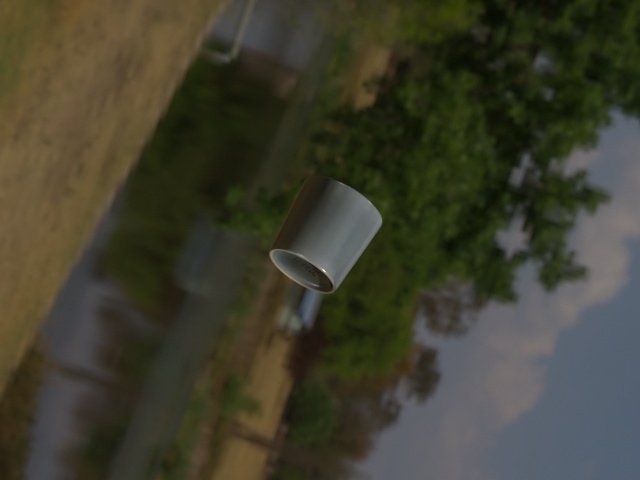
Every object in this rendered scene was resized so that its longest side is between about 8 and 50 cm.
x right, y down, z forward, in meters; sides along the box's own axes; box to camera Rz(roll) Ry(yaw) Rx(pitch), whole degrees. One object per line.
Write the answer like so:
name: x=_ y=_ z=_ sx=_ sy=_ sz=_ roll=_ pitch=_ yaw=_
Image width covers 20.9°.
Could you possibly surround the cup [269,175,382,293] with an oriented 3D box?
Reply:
cup: x=0.000 y=0.000 z=1.524 sx=0.077 sy=0.078 sz=0.100 roll=-59 pitch=180 yaw=-20
